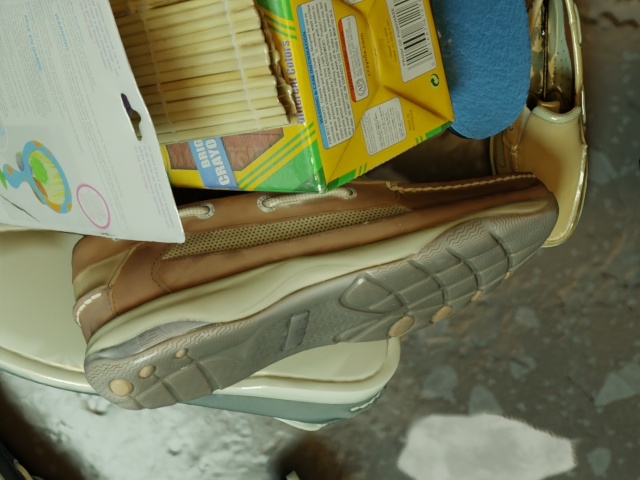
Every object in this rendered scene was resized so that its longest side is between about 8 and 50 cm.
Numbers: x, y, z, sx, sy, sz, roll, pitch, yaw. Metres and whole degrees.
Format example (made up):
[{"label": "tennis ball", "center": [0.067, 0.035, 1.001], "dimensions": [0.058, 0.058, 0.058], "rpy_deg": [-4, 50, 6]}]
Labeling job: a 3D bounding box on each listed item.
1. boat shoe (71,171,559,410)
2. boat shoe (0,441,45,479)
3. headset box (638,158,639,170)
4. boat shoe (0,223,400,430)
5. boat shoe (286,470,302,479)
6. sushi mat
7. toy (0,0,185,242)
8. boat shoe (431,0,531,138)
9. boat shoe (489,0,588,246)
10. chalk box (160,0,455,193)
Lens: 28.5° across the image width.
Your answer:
[{"label": "boat shoe", "center": [0.000, 0.000, 0.782], "dimensions": [0.324, 0.123, 0.116], "rpy_deg": [-14, 63, -24]}, {"label": "boat shoe", "center": [-0.227, 0.202, 0.877], "dimensions": [0.095, 0.079, 0.254], "rpy_deg": [-37, 99, 6]}, {"label": "headset box", "center": [0.343, -0.058, 0.759], "dimensions": [0.293, 0.218, 0.110], "rpy_deg": [-5, 112, 13]}, {"label": "boat shoe", "center": [-0.111, 0.069, 0.841], "dimensions": [0.319, 0.099, 0.116], "rpy_deg": [10, 58, -9]}, {"label": "boat shoe", "center": [-0.001, 0.276, 0.906], "dimensions": [0.069, 0.081, 0.227], "rpy_deg": [-22, 105, -3]}, {"label": "sushi mat", "center": [-0.151, -0.122, 0.740], "dimensions": [0.316, 0.019, 0.151], "rpy_deg": [-4, 108, 41]}, {"label": "toy", "center": [-0.154, -0.076, 0.714], "dimensions": [0.056, 0.237, 0.137], "rpy_deg": [-34, 116, -40]}, {"label": "boat shoe", "center": [0.063, -0.190, 0.816], "dimensions": [0.109, 0.089, 0.258], "rpy_deg": [-22, 97, -13]}, {"label": "boat shoe", "center": [0.150, -0.084, 0.847], "dimensions": [0.068, 0.072, 0.190], "rpy_deg": [-9, 103, -4]}, {"label": "chalk box", "center": [-0.049, -0.112, 0.772], "dimensions": [0.132, 0.213, 0.132], "rpy_deg": [-30, 114, -43]}]
